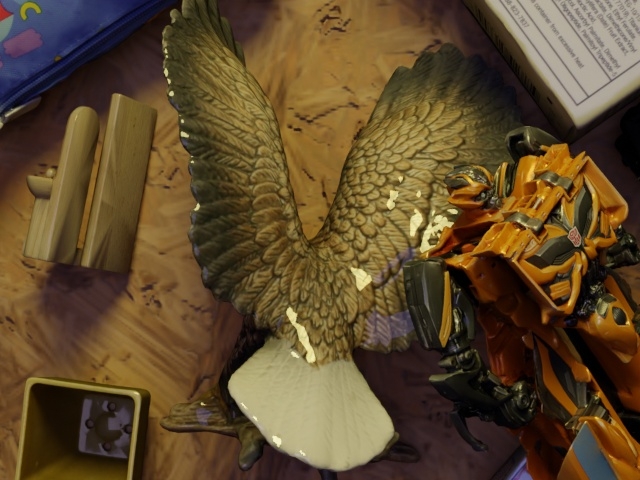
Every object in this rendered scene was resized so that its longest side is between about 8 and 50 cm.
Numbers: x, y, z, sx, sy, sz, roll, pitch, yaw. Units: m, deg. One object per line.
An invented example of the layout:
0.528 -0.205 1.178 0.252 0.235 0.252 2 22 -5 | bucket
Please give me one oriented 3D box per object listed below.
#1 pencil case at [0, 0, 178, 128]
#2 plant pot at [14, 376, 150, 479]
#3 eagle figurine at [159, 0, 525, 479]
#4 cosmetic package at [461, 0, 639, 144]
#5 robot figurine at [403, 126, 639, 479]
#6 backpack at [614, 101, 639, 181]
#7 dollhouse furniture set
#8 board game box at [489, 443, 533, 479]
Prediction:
-0.165 -0.186 0.900 0.306 0.119 0.133 -31 82 6 | pencil case
-0.159 0.137 0.919 0.082 0.083 0.081 7 91 7 | plant pot
-0.008 -0.003 0.853 0.225 0.226 0.298 18 98 27 | eagle figurine
0.243 -0.209 0.848 0.296 0.129 0.153 -34 85 6 | cosmetic package
0.170 0.068 0.807 0.291 0.085 0.211 55 51 -19 | robot figurine
0.286 -0.025 0.840 0.115 0.152 0.182 -36 97 10 | backpack
-0.223 -0.055 0.909 0.151 0.144 0.123 10 87 21 | dollhouse furniture set
0.158 0.359 0.891 0.319 0.066 0.318 42 94 5 | board game box
